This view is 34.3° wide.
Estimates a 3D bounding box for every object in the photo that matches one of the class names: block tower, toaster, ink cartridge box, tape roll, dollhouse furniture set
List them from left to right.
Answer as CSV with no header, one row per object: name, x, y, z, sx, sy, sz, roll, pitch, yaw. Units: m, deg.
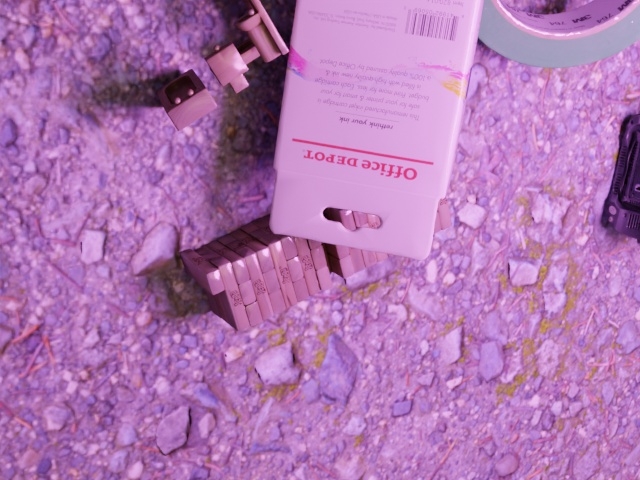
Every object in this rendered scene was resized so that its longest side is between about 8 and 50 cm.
dollhouse furniture set,-0.134,-0.226,1.140,0.151,0.144,0.123,-33,114,-2
block tower,0.000,0.000,1.300,0.336,0.091,0.097,-24,115,-21
ink cartridge box,0.067,-0.171,1.217,0.207,0.119,0.353,11,102,8
tape roll,0.308,-0.377,1.294,0.321,0.077,0.321,-3,122,-5
toaster,0.534,-0.102,1.559,0.147,0.129,0.226,2,102,-34
